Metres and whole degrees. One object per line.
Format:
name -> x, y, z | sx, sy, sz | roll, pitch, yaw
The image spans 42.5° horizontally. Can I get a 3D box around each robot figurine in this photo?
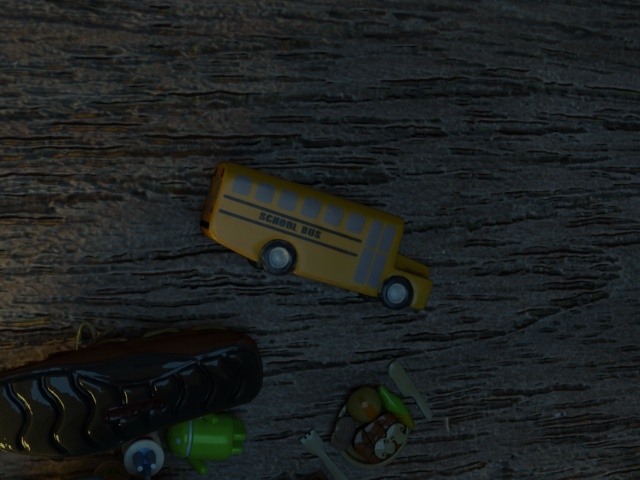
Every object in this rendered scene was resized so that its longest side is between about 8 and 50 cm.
robot figurine -> -0.165, 0.275, 1.159 | 0.115, 0.067, 0.101 | 7, 116, -17

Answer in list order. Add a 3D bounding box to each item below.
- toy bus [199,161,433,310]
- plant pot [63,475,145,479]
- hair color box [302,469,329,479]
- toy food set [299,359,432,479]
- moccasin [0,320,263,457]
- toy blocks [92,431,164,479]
toy bus -> 0.000, 0.000, 1.163 | 0.332, 0.108, 0.130 | 17, 88, -17
plant pot -> -0.265, 0.485, 0.956 | 0.341, 0.334, 0.341 | -4, 133, -5
hair color box -> -0.049, 0.409, 1.192 | 0.167, 0.093, 0.053 | -26, 102, -13
toy food set -> 0.079, 0.286, 1.246 | 0.192, 0.038, 0.132 | -39, 104, -10
moccasin -> -0.270, 0.182, 1.089 | 0.379, 0.147, 0.139 | -16, 108, -20
toy blocks -> -0.256, 0.311, 1.093 | 0.054, 0.148, 0.123 | 35, 85, -16
